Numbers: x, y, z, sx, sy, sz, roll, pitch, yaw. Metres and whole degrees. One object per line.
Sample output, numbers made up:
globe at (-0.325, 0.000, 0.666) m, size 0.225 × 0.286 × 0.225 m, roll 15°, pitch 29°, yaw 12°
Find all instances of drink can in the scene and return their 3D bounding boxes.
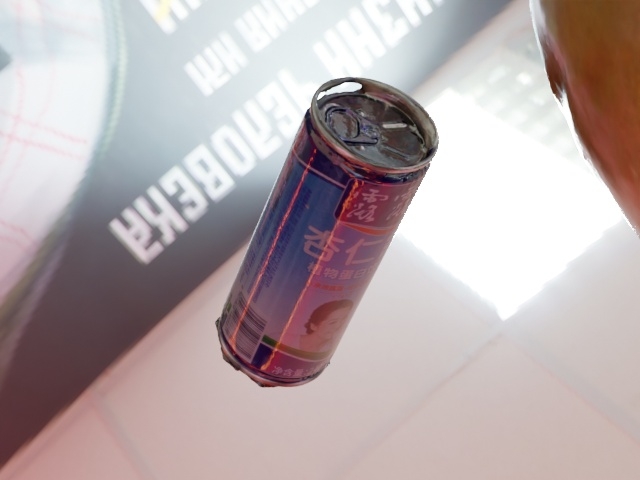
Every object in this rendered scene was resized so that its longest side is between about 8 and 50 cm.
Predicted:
drink can at (0.000, 0.000, 1.028) m, size 0.097 × 0.097 × 0.235 m, roll -91°, pitch -161°, yaw -47°

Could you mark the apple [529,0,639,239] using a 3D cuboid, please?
apple at (0.239, -0.131, 0.523) m, size 0.338 × 0.305 × 0.338 m, roll -7°, pitch -127°, yaw 9°
